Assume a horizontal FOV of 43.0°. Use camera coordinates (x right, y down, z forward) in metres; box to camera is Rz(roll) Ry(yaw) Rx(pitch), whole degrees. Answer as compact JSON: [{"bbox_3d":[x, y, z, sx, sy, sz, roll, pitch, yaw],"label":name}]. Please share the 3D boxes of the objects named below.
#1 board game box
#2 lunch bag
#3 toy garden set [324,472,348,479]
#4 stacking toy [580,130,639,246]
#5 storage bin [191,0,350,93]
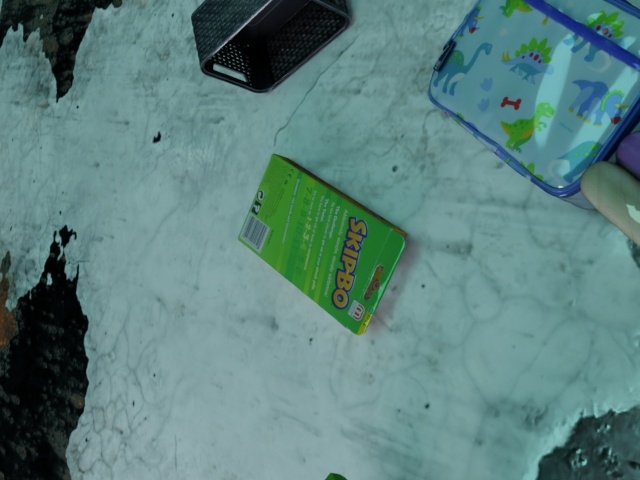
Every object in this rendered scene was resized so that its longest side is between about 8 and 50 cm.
[{"bbox_3d":[0.000,0.000,0.963,0.259,0.039,0.124,37,108,46],"label":"board game box"},{"bbox_3d":[0.215,-0.151,0.743,0.176,0.090,0.219,-54,50,19],"label":"lunch bag"},{"bbox_3d":[0.021,0.372,0.725,0.204,0.049,0.244,-56,38,16],"label":"toy garden set"},{"bbox_3d":[0.349,-0.120,0.585,0.330,0.141,0.141,-51,50,16],"label":"stacking toy"},{"bbox_3d":[-0.065,-0.279,1.027,0.180,0.122,0.085,-33,59,36],"label":"storage bin"}]
